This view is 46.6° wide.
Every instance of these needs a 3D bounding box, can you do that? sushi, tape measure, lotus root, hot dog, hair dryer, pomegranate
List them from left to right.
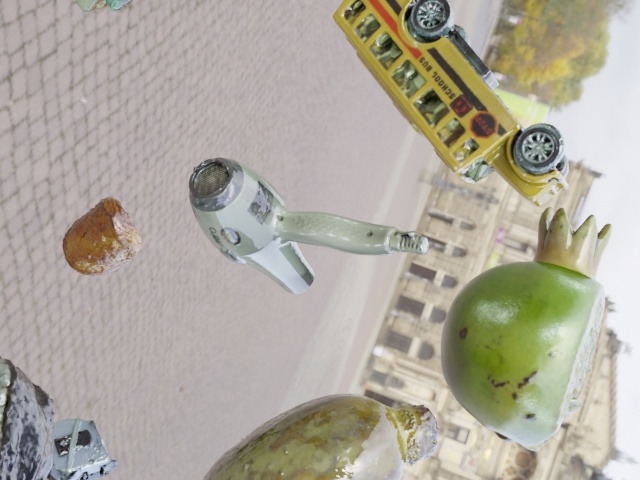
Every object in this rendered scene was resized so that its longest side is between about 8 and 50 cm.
[{"bbox_3d":[-0.337,0.230,0.729,0.127,0.124,0.225,73,13,-50],"label":"sushi"},{"bbox_3d":[-0.328,0.283,0.980,0.091,0.094,0.054,-22,141,-36],"label":"tape measure"},{"bbox_3d":[-0.319,-0.003,1.092,0.147,0.099,0.065,-34,179,37],"label":"hot dog"},{"bbox_3d":[-0.012,0.007,0.746,0.219,0.224,0.088,88,20,-70],"label":"hair dryer"},{"bbox_3d":[-0.013,0.265,0.841,0.309,0.173,0.173,-32,168,-3],"label":"lotus root"},{"bbox_3d":[0.302,0.120,1.113,0.309,0.216,0.359,32,71,-61],"label":"pomegranate"}]

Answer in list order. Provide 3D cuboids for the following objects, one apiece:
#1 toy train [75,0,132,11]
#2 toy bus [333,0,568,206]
[{"bbox_3d":[-0.365,-0.483,1.086,0.129,0.326,0.159,-34,-175,44],"label":"toy train"},{"bbox_3d":[0.156,-0.175,0.883,0.123,0.336,0.121,-39,163,14],"label":"toy bus"}]
